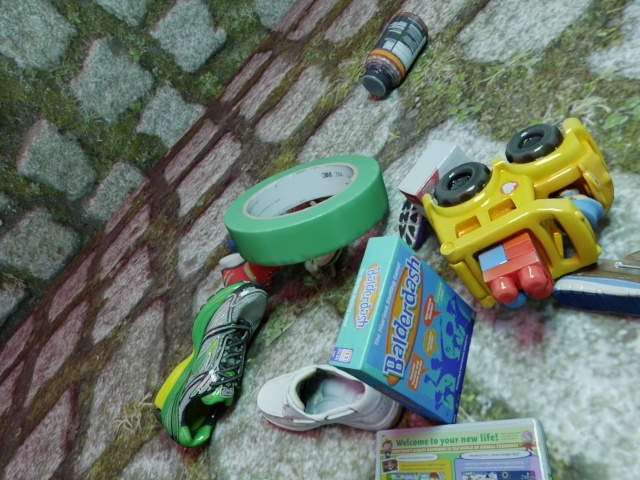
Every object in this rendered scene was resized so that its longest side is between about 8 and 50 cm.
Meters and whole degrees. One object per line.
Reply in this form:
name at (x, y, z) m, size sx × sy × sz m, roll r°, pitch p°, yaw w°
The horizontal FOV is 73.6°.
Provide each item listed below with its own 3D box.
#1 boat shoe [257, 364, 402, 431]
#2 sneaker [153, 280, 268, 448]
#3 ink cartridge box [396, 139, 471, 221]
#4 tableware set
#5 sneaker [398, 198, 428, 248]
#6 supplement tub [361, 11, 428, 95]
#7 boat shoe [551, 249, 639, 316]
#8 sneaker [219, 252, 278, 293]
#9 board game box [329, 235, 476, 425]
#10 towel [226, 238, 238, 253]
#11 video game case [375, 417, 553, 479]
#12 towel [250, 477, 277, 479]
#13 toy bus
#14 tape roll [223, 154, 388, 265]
boat shoe at (-0.013, 0.234, 0.661) m, size 0.277 × 0.096 × 0.098 m, roll -19°, pitch 46°, yaw 38°
sneaker at (-0.190, 0.242, 0.849) m, size 0.146 × 0.134 × 0.344 m, roll 22°, pitch 85°, yaw 47°
ink cartridge box at (0.200, -0.075, 0.672) m, size 0.099 × 0.135 × 0.056 m, roll -51°, pitch 32°, yaw -1°
tableware set at (0.000, 0.000, 0.911) m, size 0.128 × 0.039 × 0.194 m, roll -63°, pitch 29°, yaw 7°
sneaker at (0.190, -0.063, 0.740) m, size 0.068 × 0.071 × 0.170 m, roll -165°, pitch 96°, yaw -75°
supplement tub at (0.181, -0.462, 1.074) m, size 0.106 × 0.106 × 0.198 m, roll 19°, pitch 74°, yaw 54°
boat shoe at (0.349, 0.044, 0.457) m, size 0.183 × 0.066 × 0.066 m, roll 5°, pitch 61°, yaw 50°
sneaker at (-0.124, 0.073, 0.943) m, size 0.279 × 0.107 × 0.118 m, roll -23°, pitch 69°, yaw 47°
board game box at (0.114, 0.116, 0.527) m, size 0.047 × 0.210 × 0.160 m, roll -7°, pitch 55°, yaw 45°
towel at (-0.178, 0.000, 1.086) m, size 0.119 × 0.067 × 0.029 m, roll -28°, pitch 39°, yaw 29°
video game case at (0.152, 0.307, 0.475) m, size 0.212 × 0.023 × 0.193 m, roll -23°, pitch 43°, yaw 35°
towel at (-0.063, 0.415, 0.624) m, size 0.152 × 0.023 × 0.113 m, roll -18°, pitch 44°, yaw 41°
toy bus at (0.251, -0.015, 0.513) m, size 0.220 × 0.149 × 0.211 m, roll -30°, pitch 26°, yaw 24°
tape roll at (-0.029, -0.071, 0.852) m, size 0.321 × 0.077 × 0.321 m, roll -17°, pitch 26°, yaw 9°
